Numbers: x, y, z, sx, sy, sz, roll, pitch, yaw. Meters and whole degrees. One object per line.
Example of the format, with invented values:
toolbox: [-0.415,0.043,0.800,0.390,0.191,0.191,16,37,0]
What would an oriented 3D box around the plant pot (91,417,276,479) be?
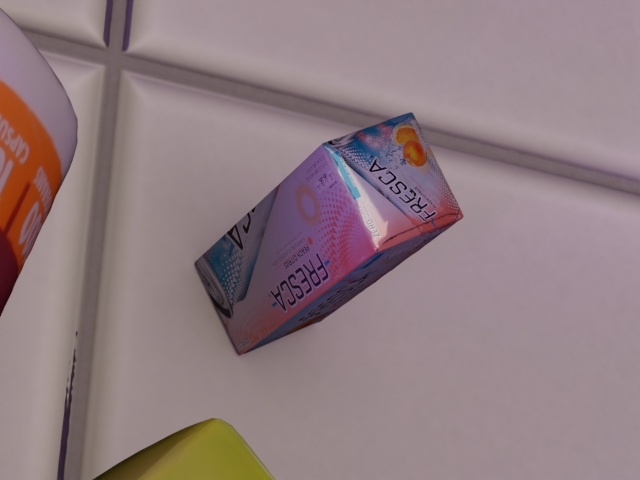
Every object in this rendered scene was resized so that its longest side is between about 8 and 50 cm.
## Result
plant pot: [-0.089,0.239,0.749,0.207,0.227,0.228,-37,90,-39]

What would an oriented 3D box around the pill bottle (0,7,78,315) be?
pill bottle: [-0.263,0.077,0.695,0.224,0.224,0.392,28,66,-15]

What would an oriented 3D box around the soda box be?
soda box: [0.000,0.000,0.991,0.058,0.183,0.063,-21,80,-31]
